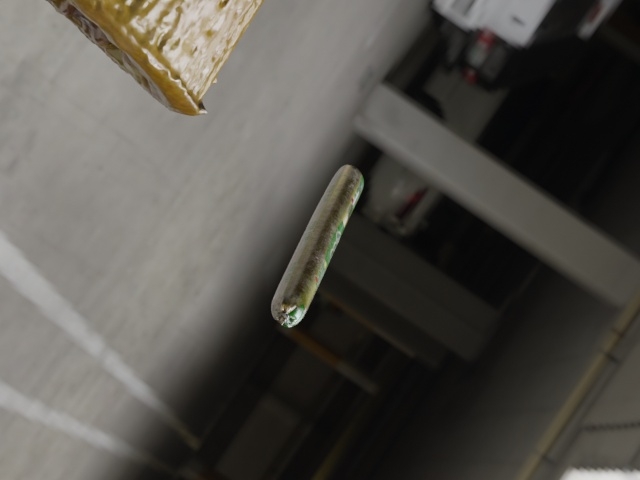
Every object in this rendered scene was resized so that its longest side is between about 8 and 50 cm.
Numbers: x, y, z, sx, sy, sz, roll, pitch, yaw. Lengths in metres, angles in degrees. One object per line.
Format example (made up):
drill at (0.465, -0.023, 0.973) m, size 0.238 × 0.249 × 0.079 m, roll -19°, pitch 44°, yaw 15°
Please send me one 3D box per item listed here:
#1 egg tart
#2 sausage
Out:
egg tart at (-0.103, -0.188, 0.961) m, size 0.147 × 0.202 × 0.202 m, roll -45°, pitch 179°, yaw -3°
sausage at (0.000, 0.000, 1.397) m, size 0.033 × 0.032 × 0.269 m, roll -56°, pitch -175°, yaw 34°
